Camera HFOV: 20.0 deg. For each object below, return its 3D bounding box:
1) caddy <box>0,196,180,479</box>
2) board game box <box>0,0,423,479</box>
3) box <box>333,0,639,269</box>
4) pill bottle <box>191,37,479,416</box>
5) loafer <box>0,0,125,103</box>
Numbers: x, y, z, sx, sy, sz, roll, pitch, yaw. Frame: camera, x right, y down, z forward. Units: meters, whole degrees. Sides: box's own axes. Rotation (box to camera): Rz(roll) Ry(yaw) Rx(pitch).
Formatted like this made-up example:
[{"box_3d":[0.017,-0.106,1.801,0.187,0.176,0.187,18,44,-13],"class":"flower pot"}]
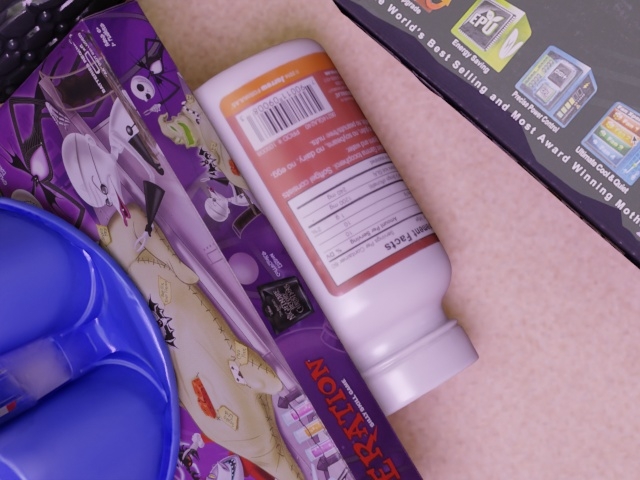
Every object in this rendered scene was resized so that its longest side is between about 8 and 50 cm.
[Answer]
[{"box_3d":[-0.243,0.121,1.070,0.341,0.179,0.241,-29,90,27],"class":"caddy"},{"box_3d":[-0.082,0.058,1.059,0.056,0.208,0.346,-28,85,-37],"class":"board game box"},{"box_3d":[0.250,-0.119,0.937,0.395,0.097,0.318,43,93,8],"class":"box"},{"box_3d":[0.000,0.000,1.069,0.121,0.121,0.216,-31,86,7],"class":"pill bottle"},{"box_3d":[-0.153,-0.175,1.122,0.223,0.076,0.078,-45,54,11],"class":"loafer"}]
